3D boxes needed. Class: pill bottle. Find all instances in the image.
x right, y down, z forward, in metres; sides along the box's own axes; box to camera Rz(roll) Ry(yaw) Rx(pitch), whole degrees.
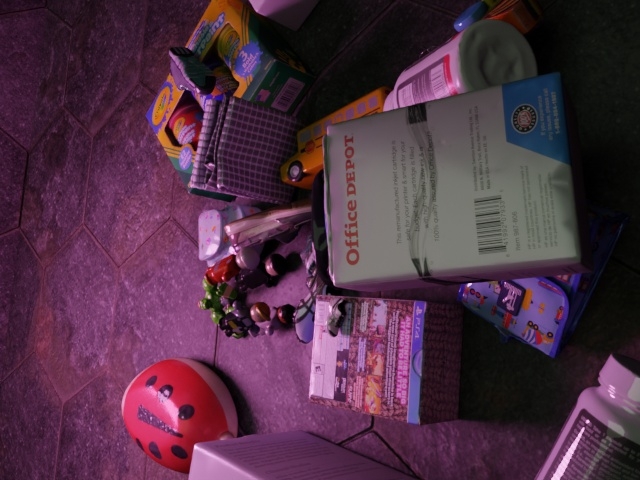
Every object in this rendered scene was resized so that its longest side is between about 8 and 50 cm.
[{"bbox_3d":[0.459,0.335,1.030,0.161,0.161,0.284,34,106,41],"label":"pill bottle"},{"bbox_3d":[0.250,-0.285,1.267,0.318,0.176,0.177,167,108,-67],"label":"pill bottle"}]

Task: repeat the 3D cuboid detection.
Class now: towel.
[{"bbox_3d":[-0.164,-0.217,1.620,0.121,0.283,0.235,18,96,42],"label":"towel"}]

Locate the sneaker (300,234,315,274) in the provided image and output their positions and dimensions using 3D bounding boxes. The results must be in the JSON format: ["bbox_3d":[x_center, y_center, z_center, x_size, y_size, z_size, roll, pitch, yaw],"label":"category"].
[{"bbox_3d":[0.000,0.000,1.584,0.167,0.064,0.076,-57,46,17],"label":"sneaker"}]

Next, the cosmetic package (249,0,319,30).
[{"bbox_3d":[-0.024,-0.802,1.673,0.453,0.161,0.230,-46,55,27],"label":"cosmetic package"}]

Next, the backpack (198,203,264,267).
[{"bbox_3d":[-0.237,-0.014,1.750,0.188,0.144,0.166,-14,70,40],"label":"backpack"}]

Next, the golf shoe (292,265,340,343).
[{"bbox_3d":[-0.002,0.158,1.547,0.093,0.077,0.198,20,98,43],"label":"golf shoe"}]

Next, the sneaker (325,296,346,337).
[{"bbox_3d":[0.034,0.158,1.348,0.036,0.031,0.084,-1,82,43],"label":"sneaker"}]

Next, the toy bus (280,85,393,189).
[{"bbox_3d":[0.051,-0.228,1.541,0.332,0.108,0.130,-21,69,39],"label":"toy bus"}]

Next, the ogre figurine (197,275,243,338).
[{"bbox_3d":[-0.267,0.167,1.779,0.118,0.097,0.197,0,126,48],"label":"ogre figurine"}]

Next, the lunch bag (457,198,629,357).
[{"bbox_3d":[0.382,0.052,1.194,0.220,0.138,0.294,29,114,39],"label":"lunch bag"}]

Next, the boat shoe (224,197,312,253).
[{"bbox_3d":[-0.094,-0.037,1.618,0.285,0.103,0.093,-15,101,9],"label":"boat shoe"}]

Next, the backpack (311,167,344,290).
[{"bbox_3d":[0.149,-0.065,1.353,0.355,0.273,0.291,-7,74,23],"label":"backpack"}]

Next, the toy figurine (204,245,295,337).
[{"bbox_3d":[-0.160,0.130,1.612,0.148,0.213,0.210,-25,69,20],"label":"toy figurine"}]

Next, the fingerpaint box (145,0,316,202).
[{"bbox_3d":[-0.271,-0.399,1.832,0.445,0.163,0.371,-51,52,24],"label":"fingerpaint box"}]

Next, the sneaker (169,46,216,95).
[{"bbox_3d":[-0.345,-0.429,1.757,0.224,0.083,0.098,55,140,38],"label":"sneaker"}]

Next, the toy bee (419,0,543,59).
[{"bbox_3d":[0.327,-0.445,1.285,0.298,0.195,0.162,20,65,47],"label":"toy bee"}]

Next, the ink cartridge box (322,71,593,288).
[{"bbox_3d":[0.217,-0.075,1.077,0.394,0.166,0.286,-7,78,28],"label":"ink cartridge box"}]

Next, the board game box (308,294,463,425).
[{"bbox_3d":[0.132,0.238,1.363,0.290,0.141,0.232,0,83,43],"label":"board game box"}]

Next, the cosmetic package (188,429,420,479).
[{"bbox_3d":[-0.041,0.611,1.332,0.393,0.329,0.328,8,89,44],"label":"cosmetic package"}]

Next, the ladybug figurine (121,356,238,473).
[{"bbox_3d":[-0.404,0.482,1.805,0.449,0.161,0.306,5,86,43],"label":"ladybug figurine"}]
